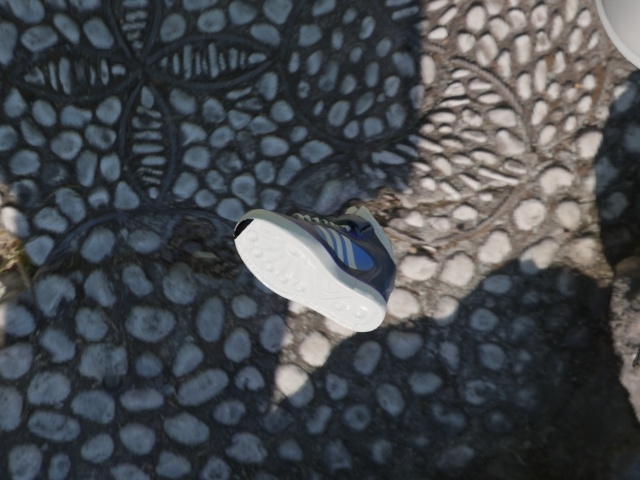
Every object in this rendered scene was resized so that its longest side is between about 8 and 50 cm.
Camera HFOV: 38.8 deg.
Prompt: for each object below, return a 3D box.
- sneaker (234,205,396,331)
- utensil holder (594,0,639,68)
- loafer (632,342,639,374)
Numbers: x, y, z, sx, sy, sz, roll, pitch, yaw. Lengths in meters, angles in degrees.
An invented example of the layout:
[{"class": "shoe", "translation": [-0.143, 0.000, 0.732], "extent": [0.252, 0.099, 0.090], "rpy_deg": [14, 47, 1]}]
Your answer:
[{"class": "sneaker", "translation": [0.001, 0.000, 1.629], "extent": [0.322, 0.236, 0.130], "rpy_deg": [35, 126, -17]}, {"class": "utensil holder", "translation": [0.507, -0.365, 1.107], "extent": [0.327, 0.385, 0.328], "rpy_deg": [1, 96, 14]}, {"class": "loafer", "translation": [0.592, 0.193, 1.538], "extent": [0.267, 0.096, 0.084], "rpy_deg": [16, 110, -51]}]
